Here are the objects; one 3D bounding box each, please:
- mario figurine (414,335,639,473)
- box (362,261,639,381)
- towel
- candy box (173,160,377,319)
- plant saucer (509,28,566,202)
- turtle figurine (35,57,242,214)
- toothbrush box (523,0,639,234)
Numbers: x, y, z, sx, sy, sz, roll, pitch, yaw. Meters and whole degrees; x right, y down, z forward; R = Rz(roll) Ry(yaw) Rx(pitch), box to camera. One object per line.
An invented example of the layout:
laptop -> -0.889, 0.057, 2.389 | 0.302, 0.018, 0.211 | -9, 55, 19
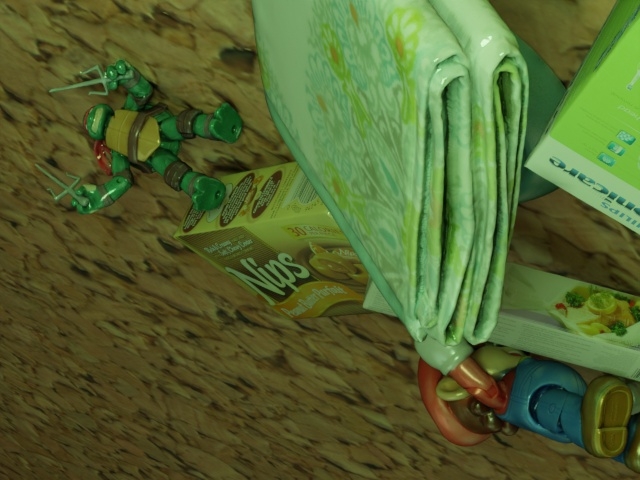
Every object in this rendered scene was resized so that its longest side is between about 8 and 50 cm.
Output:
mario figurine -> 0.229, 0.139, 1.890 | 0.320, 0.170, 0.198 | 13, 136, 51
box -> 0.206, 0.068, 1.737 | 0.324, 0.063, 0.067 | 15, 149, -1
towel -> 0.040, -0.138, 1.372 | 0.321, 0.090, 0.374 | 89, 156, -48
candy box -> 0.000, 0.000, 1.921 | 0.183, 0.088, 0.316 | 38, 157, -26
plant saucer -> 0.089, -0.128, 1.631 | 0.317, 0.044, 0.317 | 27, 156, 13
turtle figurine -> -0.201, -0.114, 1.933 | 0.234, 0.118, 0.175 | 16, 111, 30
toothbrush box -> 0.266, -0.150, 1.164 | 0.122, 0.206, 0.283 | 31, 156, 0
